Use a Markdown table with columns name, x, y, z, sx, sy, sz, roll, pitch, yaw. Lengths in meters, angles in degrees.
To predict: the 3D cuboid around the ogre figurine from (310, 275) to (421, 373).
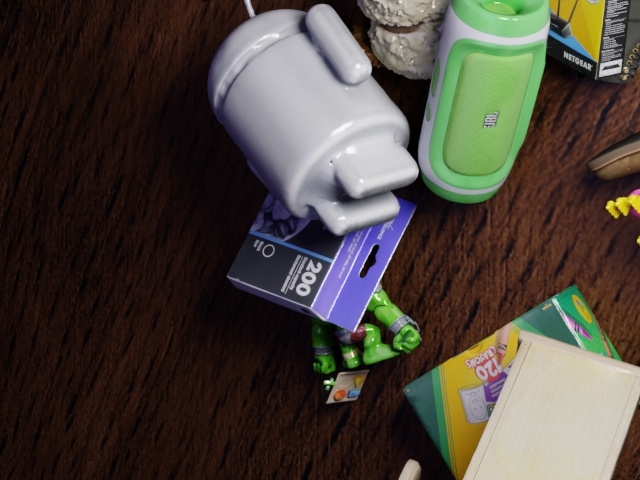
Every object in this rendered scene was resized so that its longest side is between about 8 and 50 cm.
| name | x | y | z | sx | sy | sz | roll | pitch | yaw |
| --- | --- | --- | --- | --- | --- | --- | --- | --- | --- |
| ogre figurine | 0.049 | 0.118 | 2.040 | 0.197 | 0.097 | 0.118 | -16 | 95 | 64 |

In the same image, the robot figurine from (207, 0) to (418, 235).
| name | x | y | z | sx | sy | sz | roll | pitch | yaw |
| --- | --- | --- | --- | --- | --- | --- | --- | --- | --- |
| robot figurine | -0.019 | -0.169 | 1.941 | 0.353 | 0.200 | 0.300 | 53 | 136 | 25 |

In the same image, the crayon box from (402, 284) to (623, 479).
| name | x | y | z | sx | sy | sz | roll | pitch | yaw |
| --- | --- | --- | --- | --- | --- | --- | --- | --- | --- |
| crayon box | 0.263 | 0.199 | 1.927 | 0.278 | 0.081 | 0.165 | -36 | 81 | 34 |

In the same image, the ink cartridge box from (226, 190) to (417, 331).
| name | x | y | z | sx | sy | sz | roll | pitch | yaw |
| --- | --- | --- | --- | --- | --- | --- | --- | --- | --- |
| ink cartridge box | 0.000 | 0.000 | 2.018 | 0.208 | 0.045 | 0.206 | 19 | 76 | 29 |

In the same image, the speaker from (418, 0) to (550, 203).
| name | x | y | z | sx | sy | sz | roll | pitch | yaw |
| --- | --- | --- | --- | --- | --- | --- | --- | --- | --- |
| speaker | 0.200 | -0.187 | 1.799 | 0.131 | 0.131 | 0.296 | 33 | 140 | 23 |

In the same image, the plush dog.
| name | x | y | z | sx | sy | sz | roll | pitch | yaw |
| --- | --- | --- | --- | --- | --- | --- | --- | --- | --- |
| plush dog | 0.123 | -0.307 | 1.856 | 0.262 | 0.210 | 0.225 | 8 | 132 | 34 |

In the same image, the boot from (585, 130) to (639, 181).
| name | x | y | z | sx | sy | sz | roll | pitch | yaw |
| --- | --- | --- | --- | --- | --- | --- | --- | --- | --- |
| boot | 0.463 | -0.102 | 1.713 | 0.305 | 0.112 | 0.115 | -15 | 103 | 33 |

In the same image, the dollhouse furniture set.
| name | x | y | z | sx | sy | sz | roll | pitch | yaw |
| --- | --- | --- | --- | --- | --- | --- | --- | --- | --- |
| dollhouse furniture set | 0.277 | 0.345 | 1.835 | 0.362 | 0.256 | 0.394 | 18 | 143 | 16 |

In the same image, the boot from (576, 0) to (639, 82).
| name | x | y | z | sx | sy | sz | roll | pitch | yaw |
| --- | --- | --- | --- | --- | --- | --- | --- | --- | --- |
| boot | 0.401 | -0.242 | 1.742 | 0.198 | 0.077 | 0.137 | 24 | 119 | 42 |

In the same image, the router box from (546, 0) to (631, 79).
| name | x | y | z | sx | sy | sz | roll | pitch | yaw |
| --- | --- | --- | --- | --- | --- | --- | --- | --- | --- |
| router box | 0.300 | -0.287 | 1.750 | 0.179 | 0.046 | 0.133 | 40 | 136 | 51 |

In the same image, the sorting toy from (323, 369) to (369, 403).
| name | x | y | z | sx | sy | sz | roll | pitch | yaw |
| --- | --- | --- | --- | --- | --- | --- | --- | --- | --- |
| sorting toy | 0.031 | 0.214 | 2.088 | 0.012 | 0.083 | 0.062 | 48 | 126 | 37 |

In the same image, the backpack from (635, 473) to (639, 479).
| name | x | y | z | sx | sy | sz | roll | pitch | yaw |
| --- | --- | --- | --- | --- | --- | --- | --- | --- | --- |
| backpack | 0.579 | 0.230 | 1.616 | 0.355 | 0.290 | 0.273 | -48 | 68 | 23 |

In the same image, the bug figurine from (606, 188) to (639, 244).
| name | x | y | z | sx | sy | sz | roll | pitch | yaw |
| --- | --- | --- | --- | --- | --- | --- | --- | --- | --- |
| bug figurine | 0.468 | -0.011 | 1.696 | 0.216 | 0.072 | 0.279 | -9 | 133 | 48 |
